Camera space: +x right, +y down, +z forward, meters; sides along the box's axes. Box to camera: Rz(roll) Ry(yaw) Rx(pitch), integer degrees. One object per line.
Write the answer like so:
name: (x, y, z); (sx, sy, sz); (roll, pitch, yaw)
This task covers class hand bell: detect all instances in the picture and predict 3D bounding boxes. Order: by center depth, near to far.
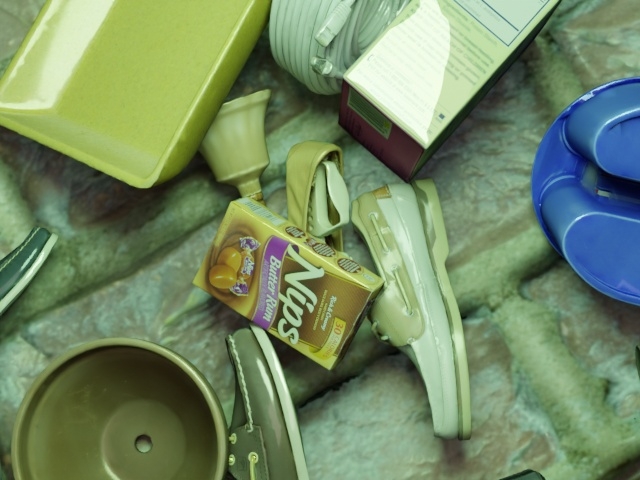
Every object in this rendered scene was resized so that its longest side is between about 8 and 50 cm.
hand bell: (-0.075, -0.040, 1.254); (0.126, 0.126, 0.242); (-20, 95, -2)

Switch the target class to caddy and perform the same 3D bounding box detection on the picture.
caddy: (0.409, -0.046, 1.208); (0.341, 0.179, 0.241); (15, 106, 1)

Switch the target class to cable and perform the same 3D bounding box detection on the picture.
cable: (0.039, -0.285, 1.198); (0.089, 0.257, 0.257); (26, 86, 13)

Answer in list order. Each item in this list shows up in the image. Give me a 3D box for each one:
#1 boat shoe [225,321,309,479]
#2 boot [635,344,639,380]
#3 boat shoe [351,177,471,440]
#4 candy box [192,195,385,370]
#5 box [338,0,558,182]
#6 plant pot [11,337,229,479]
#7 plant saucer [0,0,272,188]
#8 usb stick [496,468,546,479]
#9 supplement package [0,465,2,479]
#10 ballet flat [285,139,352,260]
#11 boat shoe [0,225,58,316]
boat shoe: (-0.060, 0.253, 1.203); (0.096, 0.116, 0.324); (-16, 89, -5)
boot: (0.480, 0.187, 1.227); (0.208, 0.076, 0.190); (-12, 69, -8)
boat shoe: (0.104, 0.082, 1.229); (0.103, 0.113, 0.302); (-10, 73, 0)
candy box: (-0.036, 0.045, 1.188); (0.186, 0.053, 0.109); (31, 109, 11)
box: (0.141, -0.206, 1.204); (0.117, 0.213, 0.243); (42, 85, 4)
plant pot: (-0.210, 0.227, 1.199); (0.237, 0.110, 0.237); (-1, 84, 7)
plant saucer: (-0.189, -0.229, 1.214); (0.332, 0.081, 0.333); (24, 83, 40)
usb stick: (0.135, 0.323, 1.183); (0.278, 0.045, 0.077); (-13, 90, -22)
supplement package: (-0.416, 0.228, 1.172); (0.105, 0.105, 0.179); (1, 116, -1)
ballet flat: (0.000, 0.000, 1.233); (0.073, 0.080, 0.232); (-4, 91, 43)
boat shoe: (-0.404, 0.073, 1.237); (0.079, 0.095, 0.254); (42, 94, -6)
